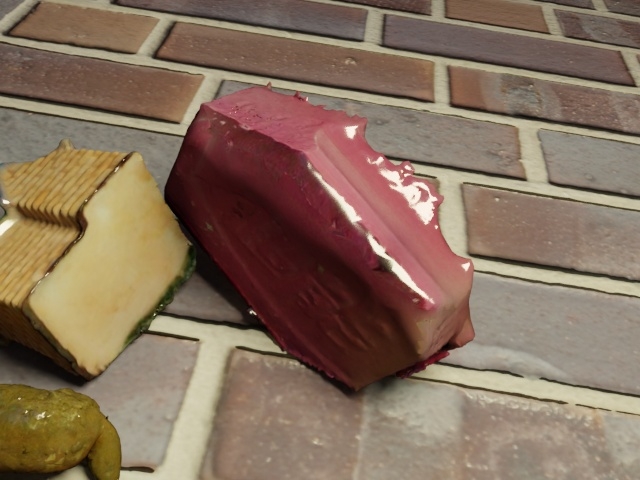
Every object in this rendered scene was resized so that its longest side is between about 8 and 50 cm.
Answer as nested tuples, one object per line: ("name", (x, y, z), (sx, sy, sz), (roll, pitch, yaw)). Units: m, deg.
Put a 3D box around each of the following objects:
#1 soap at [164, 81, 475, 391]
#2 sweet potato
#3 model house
("soap", (0.000, 0.000, 0.675), (0.325, 0.220, 0.127), (48, 54, 7))
("sweet potato", (-0.301, 0.118, 0.571), (0.310, 0.098, 0.124), (38, 85, 6))
("model house", (-0.256, 0.016, 0.681), (0.172, 0.166, 0.182), (12, 53, 27))
